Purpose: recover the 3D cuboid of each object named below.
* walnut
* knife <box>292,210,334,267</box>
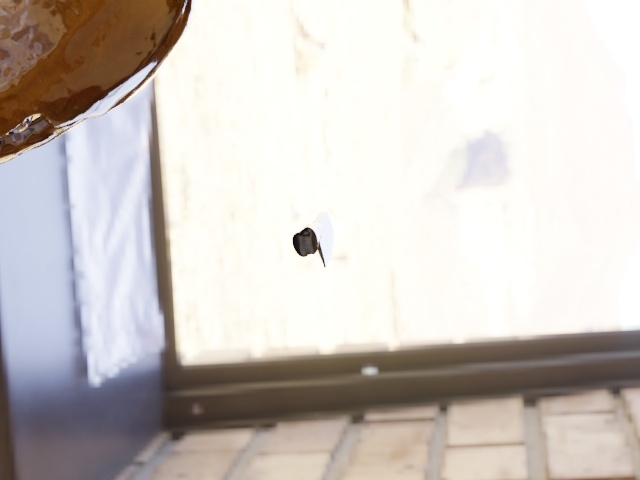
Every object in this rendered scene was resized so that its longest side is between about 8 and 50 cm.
[{"bbox_3d":[-0.151,-0.088,0.691,0.116,0.207,0.116,61,2,-3],"label":"walnut"},{"bbox_3d":[0.000,0.000,1.747,0.230,0.028,0.060,-50,123,-79],"label":"knife"}]
